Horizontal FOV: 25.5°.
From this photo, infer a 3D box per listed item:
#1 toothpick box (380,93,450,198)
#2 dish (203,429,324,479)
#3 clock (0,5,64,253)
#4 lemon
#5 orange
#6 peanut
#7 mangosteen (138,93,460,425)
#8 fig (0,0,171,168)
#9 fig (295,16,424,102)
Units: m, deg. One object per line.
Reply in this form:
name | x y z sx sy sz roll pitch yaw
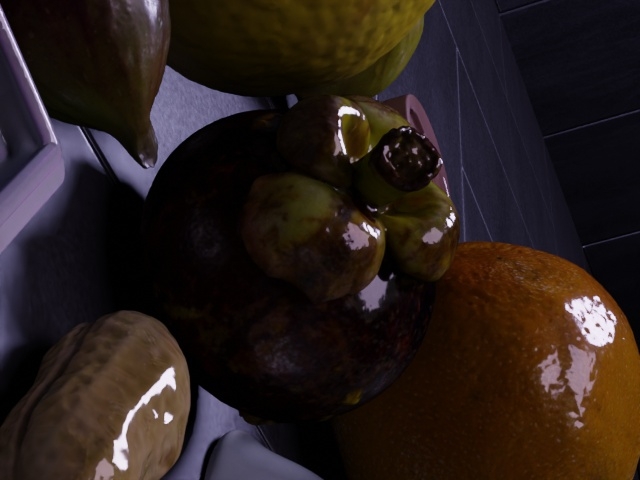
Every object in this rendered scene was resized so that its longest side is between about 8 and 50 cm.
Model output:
toothpick box | 0.009 -0.038 1.017 0.098 0.149 0.098 -16 90 -74
dish | 0.001 0.222 0.867 0.229 0.081 0.229 -15 90 -74
clock | -0.182 -0.080 0.555 0.150 0.063 0.197 -70 142 -66
lemon | -0.034 -0.211 0.860 0.267 0.267 0.267 -15 90 -74
orange | 0.128 0.135 1.095 0.264 0.264 0.264 -15 90 -74
peanut | -0.104 0.094 0.644 0.174 0.080 0.080 -67 139 -61
mangosteen | 0.000 0.000 0.828 0.192 0.217 0.192 26 47 -32
fig | -0.120 -0.108 0.727 0.155 0.103 0.109 60 42 -19
fig | 0.002 -0.171 1.213 0.142 0.186 0.148 19 18 -19
